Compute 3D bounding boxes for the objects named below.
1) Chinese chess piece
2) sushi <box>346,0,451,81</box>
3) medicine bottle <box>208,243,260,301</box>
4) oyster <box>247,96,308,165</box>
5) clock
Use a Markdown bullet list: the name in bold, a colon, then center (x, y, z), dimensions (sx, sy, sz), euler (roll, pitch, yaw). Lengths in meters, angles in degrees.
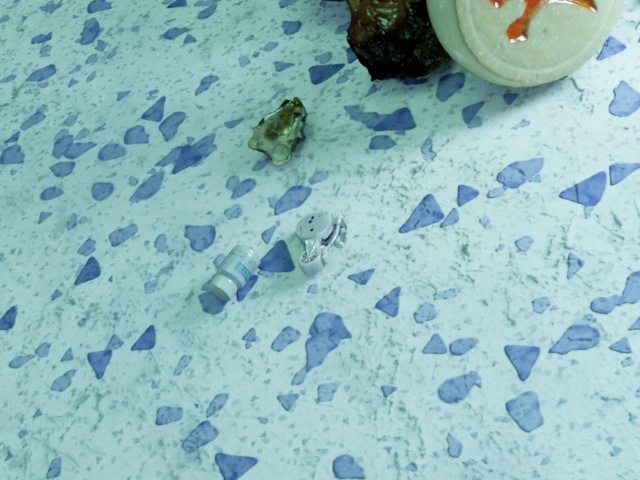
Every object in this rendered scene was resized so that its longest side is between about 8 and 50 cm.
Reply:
- **Chinese chess piece**: center (0.337, -0.423, 1.684), dimensions (0.338, 0.338, 0.140), euler (-30, 28, -2)
- **sushi**: center (0.202, -0.443, 1.882), dimensions (0.196, 0.182, 0.343), euler (23, 65, 38)
- **medicine bottle**: center (-0.142, 0.053, 1.676), dimensions (0.052, 0.052, 0.089), euler (16, 58, 36)
- **oyster**: center (-0.067, -0.203, 1.881), dimensions (0.103, 0.051, 0.148), euler (24, 71, 27)
- **clock**: center (0.000, 0.000, 1.664), dimensions (0.087, 0.041, 0.129), euler (-15, 40, 18)
